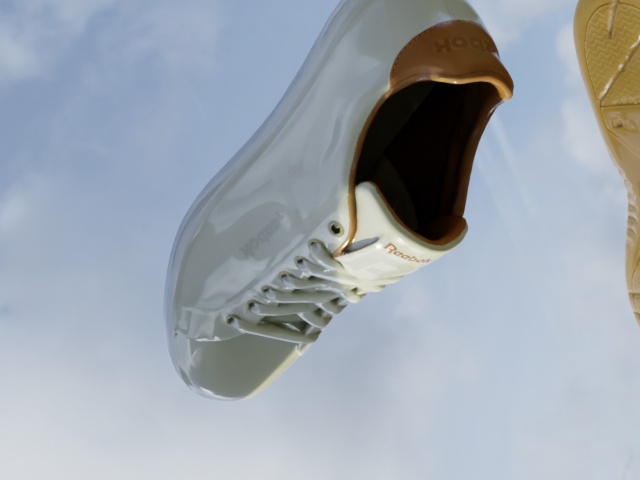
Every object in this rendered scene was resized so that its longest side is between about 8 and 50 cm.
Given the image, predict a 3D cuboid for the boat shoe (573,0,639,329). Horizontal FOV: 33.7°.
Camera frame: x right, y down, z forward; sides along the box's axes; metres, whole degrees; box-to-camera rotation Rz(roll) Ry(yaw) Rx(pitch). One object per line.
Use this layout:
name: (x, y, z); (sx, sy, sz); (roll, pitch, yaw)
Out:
boat shoe: (0.219, -0.023, 0.559); (0.096, 0.098, 0.277); (-30, -65, -26)

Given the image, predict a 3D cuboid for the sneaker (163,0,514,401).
sneaker: (0.000, 0.000, 0.571); (0.106, 0.290, 0.123); (11, -148, -32)
